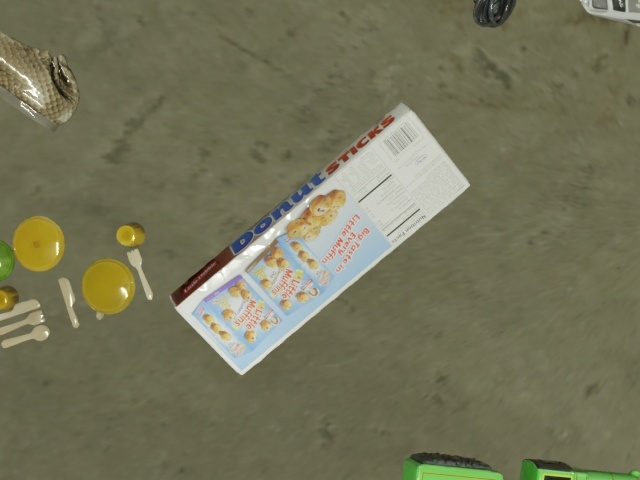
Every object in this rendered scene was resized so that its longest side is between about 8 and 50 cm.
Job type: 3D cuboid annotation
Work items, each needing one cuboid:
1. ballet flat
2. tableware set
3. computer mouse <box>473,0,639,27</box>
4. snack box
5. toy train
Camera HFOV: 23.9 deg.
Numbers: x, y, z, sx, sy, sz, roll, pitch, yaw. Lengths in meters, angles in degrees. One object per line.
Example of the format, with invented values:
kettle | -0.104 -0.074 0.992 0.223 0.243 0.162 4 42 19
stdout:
ballet flat | -0.296 -0.180 1.211 0.250 0.084 0.058 37 91 -6
tableware set | -0.221 0.025 1.303 0.154 0.024 0.104 -19 88 12
computer mouse | 0.198 -0.167 0.952 0.193 0.042 0.106 13 106 -1
snack box | 0.000 0.000 0.888 0.178 0.022 0.064 -40 118 3
toy train | 0.057 0.063 0.350 0.083 0.017 0.023 7 89 -14
